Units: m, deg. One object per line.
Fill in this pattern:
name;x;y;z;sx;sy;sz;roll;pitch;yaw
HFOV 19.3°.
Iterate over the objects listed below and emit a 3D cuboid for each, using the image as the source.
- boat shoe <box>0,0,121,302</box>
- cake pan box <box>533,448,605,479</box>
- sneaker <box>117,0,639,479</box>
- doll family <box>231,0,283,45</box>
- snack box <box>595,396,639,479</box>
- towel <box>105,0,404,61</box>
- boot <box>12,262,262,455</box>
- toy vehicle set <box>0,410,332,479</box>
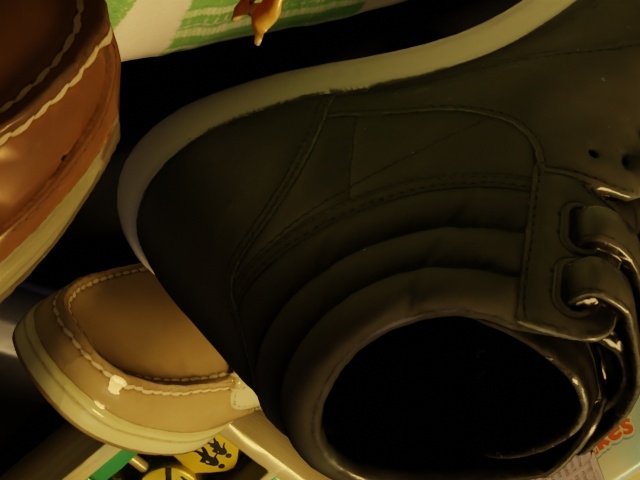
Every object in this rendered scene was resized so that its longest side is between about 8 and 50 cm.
boat shoe;-0.198;-0.004;0.419;0.324;0.123;0.120;-25;151;-16
cake pan box;0.029;0.148;1.013;0.245;0.070;0.267;-30;155;2
sneaker;0.095;-0.011;0.585;0.295;0.147;0.105;-20;135;-8
doll family;-0.069;-0.096;0.342;0.263;0.163;0.118;-37;155;10
snack box;0.177;0.198;1.279;0.187;0.060;0.322;-36;155;7
towel;0.095;-0.133;0.541;0.324;0.038;0.248;-12;164;-36
boot;0.000;0.000;0.700;0.165;0.077;0.213;-45;157;27
toy vehicle set;-0.104;0.175;0.851;0.267;0.035;0.166;-40;122;16
